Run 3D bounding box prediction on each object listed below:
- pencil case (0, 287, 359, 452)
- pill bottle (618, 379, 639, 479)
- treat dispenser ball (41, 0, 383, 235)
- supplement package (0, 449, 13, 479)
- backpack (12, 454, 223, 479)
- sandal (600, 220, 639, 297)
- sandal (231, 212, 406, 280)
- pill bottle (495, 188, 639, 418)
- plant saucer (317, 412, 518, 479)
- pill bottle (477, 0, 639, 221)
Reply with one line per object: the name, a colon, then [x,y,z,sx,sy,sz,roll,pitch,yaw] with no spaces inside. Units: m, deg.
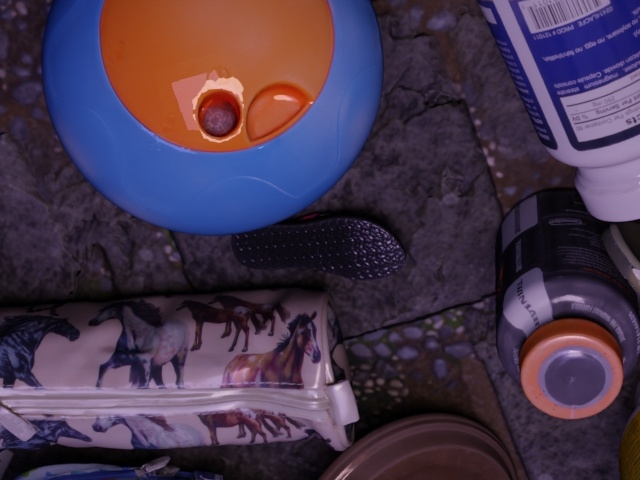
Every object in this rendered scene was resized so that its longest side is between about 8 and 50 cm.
pencil case: [-0.161,0.135,1.530,0.410,0.183,0.160,-2,117,7]
pill bottle: [0.375,0.240,1.437,0.188,0.334,0.188,2,118,5]
treat dispenser ball: [-0.091,-0.147,1.313,0.288,0.288,0.288,3,118,5]
supplement package: [-0.455,0.310,1.642,0.149,0.203,0.194,31,116,-9]
backpack: [-0.188,0.365,1.588,0.273,0.355,0.290,45,117,32]
sandal: [0.381,0.017,1.413,0.303,0.120,0.086,7,128,-28]
sandal: [0.000,0.000,1.526,0.179,0.040,0.067,3,113,21]
pill bottle: [0.223,0.060,1.409,0.130,0.245,0.130,3,117,5]
plant saucer: [0.096,0.309,1.590,0.278,0.041,0.277,-11,115,-25]
pill bottle: [0.242,-0.158,1.346,0.153,0.153,0.264,-20,114,16]
